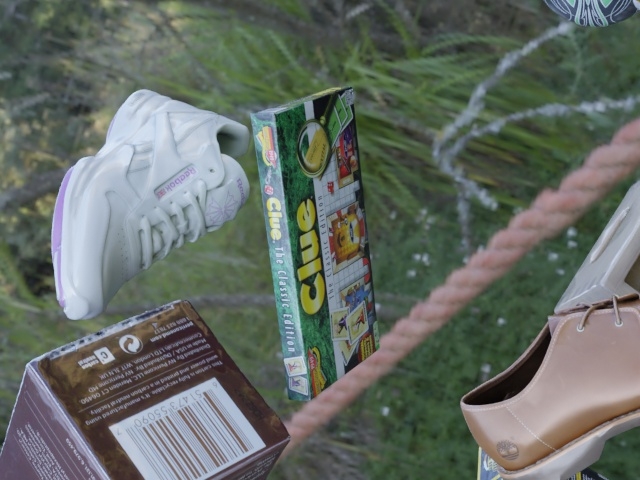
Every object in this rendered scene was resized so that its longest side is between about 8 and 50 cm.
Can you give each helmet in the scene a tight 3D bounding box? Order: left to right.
[{"bbox_3d":[0.315,-0.325,1.314,0.169,0.169,0.162,-148,63,-79],"label":"helmet"}]

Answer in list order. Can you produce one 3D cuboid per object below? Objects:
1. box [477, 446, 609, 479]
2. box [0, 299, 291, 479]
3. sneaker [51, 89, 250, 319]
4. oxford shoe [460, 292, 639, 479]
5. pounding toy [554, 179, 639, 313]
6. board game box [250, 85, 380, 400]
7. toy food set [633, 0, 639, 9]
[{"bbox_3d":[0.328,0.432,1.562,0.079,0.257,0.322,-45,20,34],"label":"box"},{"bbox_3d":[-0.163,0.194,1.016,0.168,0.167,0.203,-22,-28,-40],"label":"box"},{"bbox_3d":[-0.154,-0.041,1.095,0.305,0.152,0.114,-71,-9,-47],"label":"sneaker"},{"bbox_3d":[0.173,0.059,0.656,0.212,0.076,0.076,-38,7,11],"label":"oxford shoe"},{"bbox_3d":[0.307,0.035,0.839,0.181,0.206,0.094,-54,0,-21],"label":"pounding toy"},{"bbox_3d":[0.000,0.000,1.049,0.136,0.030,0.260,-28,-65,-52],"label":"board game box"},{"bbox_3d":[0.315,-0.195,1.063,0.092,0.219,0.306,-57,43,24],"label":"toy food set"}]
